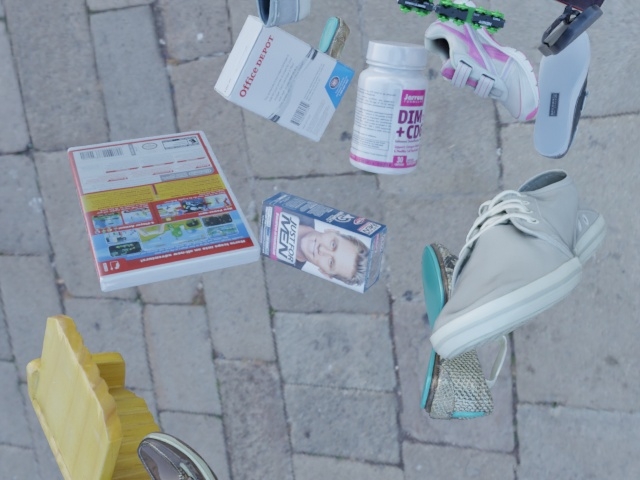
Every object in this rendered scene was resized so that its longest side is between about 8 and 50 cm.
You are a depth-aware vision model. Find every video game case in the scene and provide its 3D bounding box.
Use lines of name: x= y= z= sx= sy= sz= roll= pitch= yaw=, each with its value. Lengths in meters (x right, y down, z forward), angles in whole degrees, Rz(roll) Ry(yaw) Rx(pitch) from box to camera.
video game case: x=-0.223 y=-0.054 z=0.984 sx=0.285 sy=0.204 sz=0.025 roll=-120 pitch=27 yaw=-42

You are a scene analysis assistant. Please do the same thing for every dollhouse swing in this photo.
dollhouse swing: x=-0.390 y=0.327 z=1.411 sx=0.347 sy=0.315 sz=0.305 roll=50 pitch=119 yaw=32

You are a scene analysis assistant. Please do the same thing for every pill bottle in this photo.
pill bottle: x=0.159 y=-0.305 z=1.632 sx=0.160 sy=0.160 sz=0.283 roll=14 pitch=112 yaw=22

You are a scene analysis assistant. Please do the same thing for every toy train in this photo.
toy train: x=0.099 y=-0.174 z=0.542 sx=0.083 sy=0.023 sz=0.017 roll=15 pitch=116 yaw=6

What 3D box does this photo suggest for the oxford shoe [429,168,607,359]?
oxford shoe: x=0.226 y=0.012 z=0.841 sx=0.169 sy=0.449 sz=0.130 roll=-31 pitch=89 yaw=35

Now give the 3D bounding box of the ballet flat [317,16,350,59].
ballet flat: x=0.016 y=-0.445 z=1.758 sx=0.073 sy=0.067 sz=0.206 roll=39 pitch=105 yaw=44

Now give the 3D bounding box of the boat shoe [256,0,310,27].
boat shoe: x=-0.066 y=-0.375 z=0.945 sx=0.079 sy=0.081 sz=0.227 roll=55 pitch=166 yaw=31

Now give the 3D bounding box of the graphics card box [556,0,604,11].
graphics card box: x=0.490 y=-0.612 z=1.268 sx=0.370 sy=0.233 sz=0.094 roll=-64 pitch=32 yaw=29

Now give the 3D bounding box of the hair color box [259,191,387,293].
hair color box: x=0.000 y=0.000 z=1.992 sx=0.347 sy=0.105 sz=0.173 roll=19 pitch=119 yaw=24

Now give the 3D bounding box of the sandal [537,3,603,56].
sandal: x=0.444 y=-0.390 z=1.325 sx=0.097 sy=0.254 sz=0.054 roll=-42 pitch=93 yaw=6

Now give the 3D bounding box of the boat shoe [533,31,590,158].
boat shoe: x=0.584 y=-0.345 z=1.697 sx=0.113 sy=0.105 sz=0.306 roll=6 pitch=93 yaw=33

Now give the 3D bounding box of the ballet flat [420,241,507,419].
ballet flat: x=0.310 y=0.192 z=1.553 sx=0.182 sy=0.482 sz=0.164 roll=7 pitch=129 yaw=2

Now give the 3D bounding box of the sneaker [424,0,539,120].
sneaker: x=0.268 y=-0.292 z=1.220 sx=0.111 sy=0.103 sz=0.252 roll=-33 pitch=70 yaw=-11

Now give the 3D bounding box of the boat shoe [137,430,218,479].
boat shoe: x=-0.215 y=0.420 z=1.161 sx=0.257 sy=0.095 sz=0.095 roll=37 pitch=122 yaw=16

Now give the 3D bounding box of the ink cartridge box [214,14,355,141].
ink cartridge box: x=-0.060 y=-0.270 z=1.202 sx=0.139 sy=0.191 sz=0.082 roll=-61 pitch=34 yaw=12
